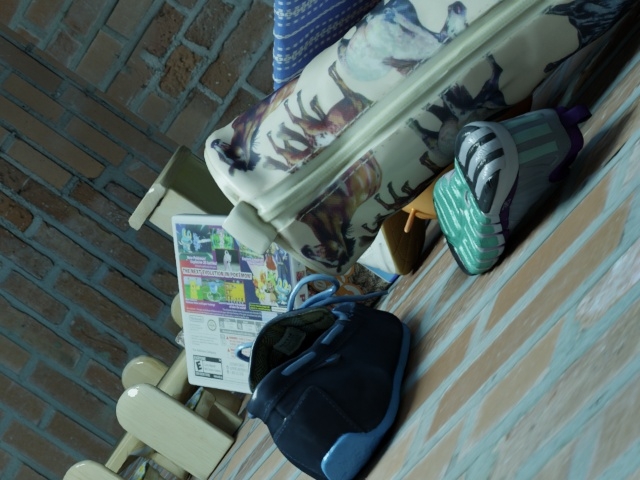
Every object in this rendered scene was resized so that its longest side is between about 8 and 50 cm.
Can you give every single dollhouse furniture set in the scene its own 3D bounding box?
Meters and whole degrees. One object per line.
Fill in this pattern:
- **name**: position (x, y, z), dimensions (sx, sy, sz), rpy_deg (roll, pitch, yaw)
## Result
- **dollhouse furniture set**: position (-0.193, 0.123, 2.447), dimensions (0.394, 0.256, 0.362), rpy_deg (-54, 5, 19)

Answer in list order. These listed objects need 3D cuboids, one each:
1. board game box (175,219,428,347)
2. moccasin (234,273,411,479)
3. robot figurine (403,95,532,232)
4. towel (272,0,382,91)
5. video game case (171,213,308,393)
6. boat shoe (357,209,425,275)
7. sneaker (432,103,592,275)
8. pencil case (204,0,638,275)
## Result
- **board game box**: position (0.000, 0.000, 2.074), dimensions (0.291, 0.141, 0.232), rpy_deg (-51, 7, 44)
- **moccasin**: position (0.002, 0.095, 1.580), dimensions (0.138, 0.117, 0.342), rpy_deg (-55, 5, 5)
- **robot figurine**: position (0.117, -0.105, 1.745), dimensions (0.158, 0.128, 0.219), rpy_deg (-25, 24, 40)
- **towel**: position (0.065, -0.237, 1.560), dimensions (0.243, 0.040, 0.336), rpy_deg (-34, -20, -16)
- **video game case**: position (-0.079, 0.066, 1.958), dimensions (0.023, 0.183, 0.201), rpy_deg (-11, 9, -38)
- **boat shoe**: position (0.020, -0.087, 1.801), dimensions (0.098, 0.096, 0.277), rpy_deg (-50, -46, -46)
- **sneaker**: position (0.149, -0.037, 1.461), dimensions (0.098, 0.083, 0.224), rpy_deg (-20, -13, -10)
- **pencil case**: position (0.094, -0.141, 1.544), dimensions (0.410, 0.160, 0.183), rpy_deg (-41, -5, 12)
